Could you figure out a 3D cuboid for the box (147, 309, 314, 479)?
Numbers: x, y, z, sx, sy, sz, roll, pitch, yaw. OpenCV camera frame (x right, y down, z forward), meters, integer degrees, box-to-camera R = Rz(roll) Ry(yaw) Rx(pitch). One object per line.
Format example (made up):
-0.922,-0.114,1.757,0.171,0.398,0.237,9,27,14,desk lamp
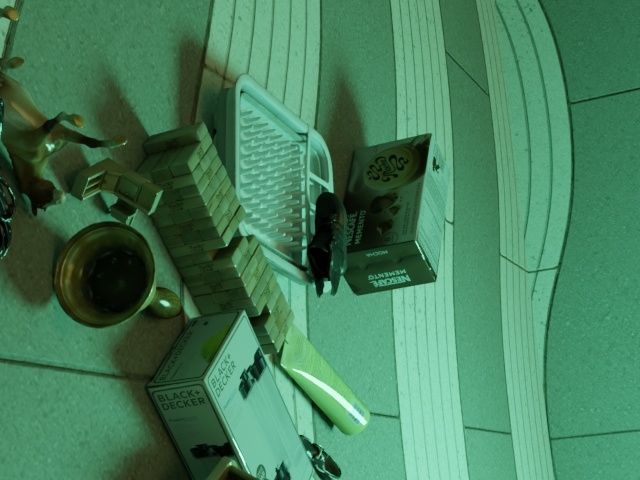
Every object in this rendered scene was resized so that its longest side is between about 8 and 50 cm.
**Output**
-0.115,0.261,1.546,0.169,0.087,0.289,-60,134,-57,box

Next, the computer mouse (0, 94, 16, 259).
-0.388,-0.027,1.062,0.272,0.072,0.188,-53,151,-61,computer mouse

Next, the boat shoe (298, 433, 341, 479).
-0.005,0.349,1.821,0.046,0.038,0.125,-78,148,-43,boat shoe

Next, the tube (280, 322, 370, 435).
0.001,0.234,1.871,0.070,0.062,0.240,38,-11,51,tube

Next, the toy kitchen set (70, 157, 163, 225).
-0.255,-0.046,1.394,0.068,0.083,0.075,-64,170,25,toy kitchen set

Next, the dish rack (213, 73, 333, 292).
-0.079,-0.081,1.798,0.333,0.072,0.285,35,49,-58,dish rack

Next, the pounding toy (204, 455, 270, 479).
-0.101,0.370,1.387,0.269,0.155,0.154,3,108,-66,pounding toy

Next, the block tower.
-0.147,0.008,1.579,0.097,0.091,0.335,-65,138,-54,block tower

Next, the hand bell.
-0.220,0.067,1.406,0.242,0.126,0.126,46,38,-70,hand bell

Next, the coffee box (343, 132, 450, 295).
0.141,-0.052,2.165,0.119,0.168,0.297,59,31,-39,coffee box

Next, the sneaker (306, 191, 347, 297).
0.010,0.005,1.809,0.089,0.051,0.170,0,84,-70,sneaker

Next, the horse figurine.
-0.326,-0.147,1.191,0.263,0.174,0.066,49,51,-27,horse figurine
